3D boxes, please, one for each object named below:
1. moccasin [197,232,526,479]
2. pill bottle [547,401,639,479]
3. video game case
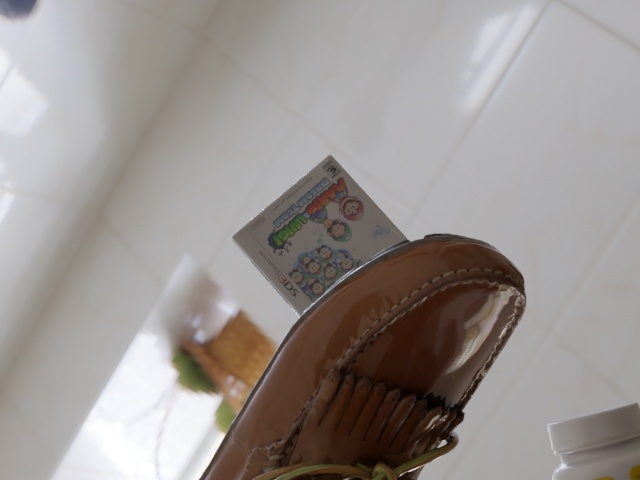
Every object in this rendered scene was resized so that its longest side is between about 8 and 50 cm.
[{"bbox_3d":[0.001,0.157,1.006,0.139,0.380,0.147,30,-160,-37],"label":"moccasin"},{"bbox_3d":[0.312,0.281,1.637,0.119,0.119,0.208,0,-105,-65],"label":"pill bottle"},{"bbox_3d":[0.000,0.000,1.838,0.143,0.157,0.019,48,169,8],"label":"video game case"}]
